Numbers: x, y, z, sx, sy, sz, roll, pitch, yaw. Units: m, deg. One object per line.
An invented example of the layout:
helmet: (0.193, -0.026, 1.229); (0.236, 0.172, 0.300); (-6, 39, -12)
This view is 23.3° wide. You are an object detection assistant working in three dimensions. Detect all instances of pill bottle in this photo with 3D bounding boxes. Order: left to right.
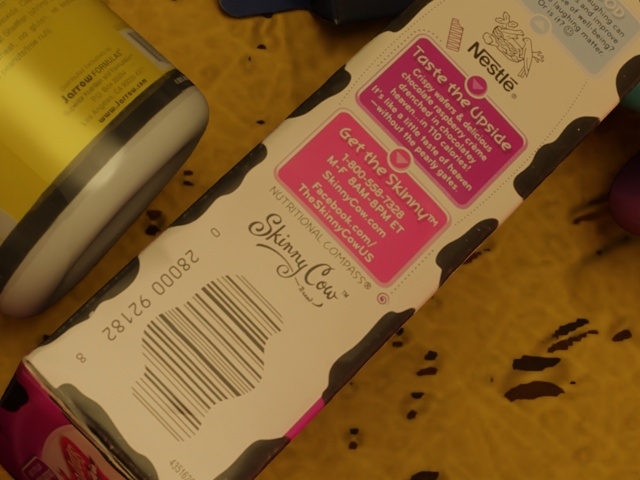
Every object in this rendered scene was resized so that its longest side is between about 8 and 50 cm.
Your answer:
pill bottle: (-0.135, -0.068, 0.527); (0.184, 0.103, 0.103); (42, 68, -1)

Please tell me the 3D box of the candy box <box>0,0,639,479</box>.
candy box: (0.000, 0.000, 0.516); (0.071, 0.159, 0.233); (46, 69, -1)

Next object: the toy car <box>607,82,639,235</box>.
toy car: (0.178, -0.036, 0.596); (0.136, 0.159, 0.182); (-37, 103, 18)

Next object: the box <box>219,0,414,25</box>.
box: (0.066, -0.163, 0.612); (0.225, 0.036, 0.136); (-11, 113, -17)
